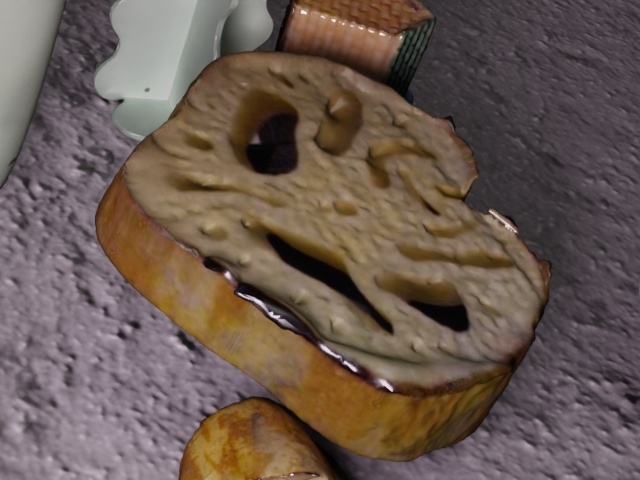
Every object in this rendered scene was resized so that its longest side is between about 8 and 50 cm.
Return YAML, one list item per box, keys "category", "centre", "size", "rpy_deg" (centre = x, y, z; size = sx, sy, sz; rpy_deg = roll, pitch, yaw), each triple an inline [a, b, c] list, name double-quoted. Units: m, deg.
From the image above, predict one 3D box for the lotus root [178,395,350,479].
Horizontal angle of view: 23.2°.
- category: "lotus root"
  centre: [-0.031, 0.171, 1.140]
  size: [0.159, 0.095, 0.135]
  rpy_deg: [6, 34, -29]

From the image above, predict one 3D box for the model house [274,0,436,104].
- category: "model house"
  centre: [0.033, -0.162, 1.526]
  size: [0.172, 0.183, 0.166]
  rpy_deg: [16, 37, -3]

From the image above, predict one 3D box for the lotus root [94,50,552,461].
- category: "lotus root"
  centre: [0.004, -0.002, 1.244]
  size: [0.375, 0.111, 0.390]
  rpy_deg: [11, 41, -32]

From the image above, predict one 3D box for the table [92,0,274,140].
- category: "table"
  centre: [-0.122, -0.212, 1.499]
  size: [0.167, 0.198, 0.166]
  rpy_deg: [14, 36, -10]

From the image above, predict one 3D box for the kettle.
- category: "kettle"
  centre: [-0.310, -0.144, 1.266]
  size: [0.165, 0.255, 0.240]
  rpy_deg: [18, 33, -8]

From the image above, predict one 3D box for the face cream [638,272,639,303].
- category: "face cream"
  centre: [0.456, 0.052, 1.427]
  size: [0.312, 0.219, 0.357]
  rpy_deg: [27, 34, 17]
